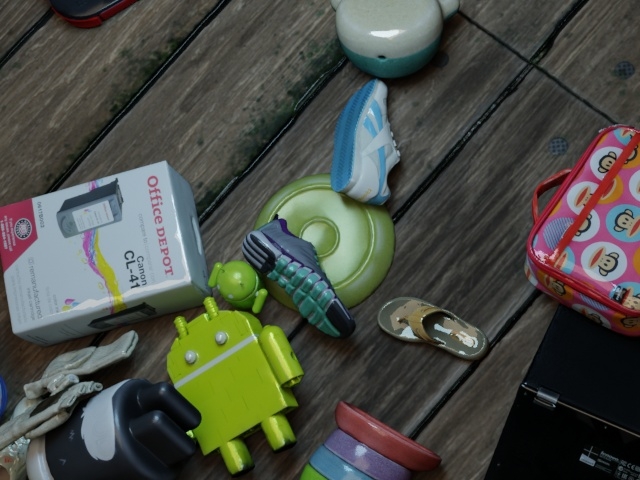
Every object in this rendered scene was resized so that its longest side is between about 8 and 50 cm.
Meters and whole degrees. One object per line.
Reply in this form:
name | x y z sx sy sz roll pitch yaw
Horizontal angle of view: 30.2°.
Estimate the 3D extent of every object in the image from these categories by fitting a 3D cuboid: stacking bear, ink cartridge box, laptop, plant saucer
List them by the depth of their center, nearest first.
stacking bear | 0.027 0.401 1.744 0.175 0.164 0.289 29 86 17
laptop | 0.478 0.302 1.750 0.382 0.236 0.407 22 108 17
plant saucer | 0.000 0.000 1.919 0.241 0.037 0.240 -3 74 10
ink cartridge box | -0.354 0.024 1.933 0.306 0.131 0.226 -16 72 8

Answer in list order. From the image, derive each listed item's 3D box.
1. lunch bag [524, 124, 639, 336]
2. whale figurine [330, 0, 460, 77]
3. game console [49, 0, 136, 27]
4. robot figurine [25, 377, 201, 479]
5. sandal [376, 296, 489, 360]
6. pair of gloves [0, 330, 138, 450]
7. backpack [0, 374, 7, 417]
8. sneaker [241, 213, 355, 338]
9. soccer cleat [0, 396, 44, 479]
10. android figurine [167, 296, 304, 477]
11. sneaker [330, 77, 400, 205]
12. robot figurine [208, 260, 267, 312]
lunch bag | 0.443 -0.026 1.781 0.258 0.120 0.293 29 69 22
whale figurine | 0.125 -0.380 1.969 0.216 0.141 0.272 3 51 12
game console | -0.390 -0.601 2.153 0.342 0.060 0.386 -32 72 1
robot figurine | -0.314 0.316 1.800 0.278 0.209 0.173 -26 84 24
sandal | 0.175 0.134 1.840 0.180 0.049 0.072 21 80 16
pair of gloves | -0.401 0.225 1.832 0.204 0.240 0.042 -24 107 26
backpack | -0.639 0.235 1.881 0.276 0.213 0.263 -40 83 4
sneaker | -0.014 0.050 1.851 0.223 0.083 0.098 45 49 2
soccer cleat | -0.488 0.341 1.898 0.068 0.076 0.196 13 77 14
android figurine | -0.144 0.222 1.853 0.248 0.056 0.272 -31 73 19
sneaker | 0.080 -0.160 1.927 0.092 0.087 0.228 25 59 -25
robot figurine | -0.127 0.070 1.882 0.101 0.115 0.067 32 82 17
